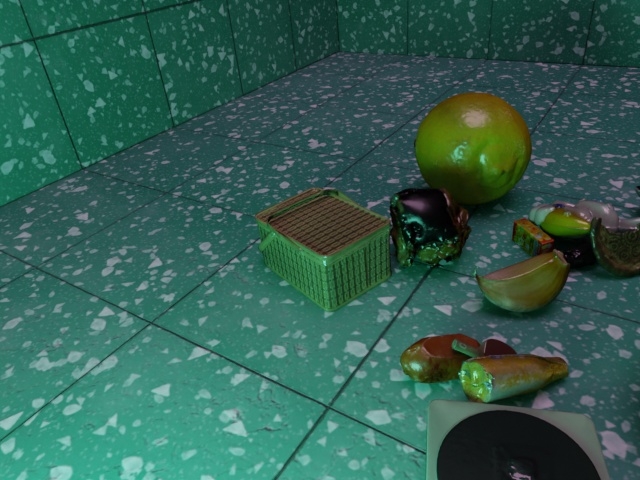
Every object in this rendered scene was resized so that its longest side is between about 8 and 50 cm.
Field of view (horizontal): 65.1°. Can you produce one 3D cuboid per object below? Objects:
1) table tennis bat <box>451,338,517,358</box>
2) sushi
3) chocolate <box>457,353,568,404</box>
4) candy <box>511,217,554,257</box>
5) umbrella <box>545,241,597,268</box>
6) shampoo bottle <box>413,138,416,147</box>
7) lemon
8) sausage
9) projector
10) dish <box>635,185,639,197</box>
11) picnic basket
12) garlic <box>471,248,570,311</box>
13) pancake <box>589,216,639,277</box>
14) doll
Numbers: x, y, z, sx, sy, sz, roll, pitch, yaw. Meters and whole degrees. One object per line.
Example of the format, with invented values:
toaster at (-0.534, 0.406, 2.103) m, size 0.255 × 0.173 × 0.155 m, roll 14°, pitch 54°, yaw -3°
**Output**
table tennis bat at (0.312, 0.221, 0.937) m, size 0.156 × 0.013 × 0.087 m, roll 25°, pitch 65°, yaw -15°
sushi at (0.280, -0.036, 1.260) m, size 0.203 × 0.200 × 0.213 m, roll -8°, pitch 10°, yaw -3°
chocolate at (0.356, 0.242, 0.903) m, size 0.219 × 0.086 × 0.086 m, roll 0°, pitch 28°, yaw -26°
candy at (0.541, -0.002, 1.283) m, size 0.038 × 0.062 × 0.122 m, roll -14°, pitch 34°, yaw -10°
umbrella at (0.609, 0.043, 1.210) m, size 0.235 × 0.059 × 0.066 m, roll -12°, pitch -10°, yaw -16°
shampoo bottle at (0.433, -0.319, 1.783) m, size 0.153 × 0.071 × 0.284 m, roll -25°, pitch 38°, yaw -25°
lemon at (0.440, -0.272, 1.479) m, size 0.347 × 0.348 × 0.348 m, roll -4°, pitch 33°, yaw 3°
sausage at (0.241, 0.225, 0.962) m, size 0.179 × 0.089 × 0.089 m, roll -6°, pitch 31°, yaw -18°
projector at (0.284, 0.367, 0.737) m, size 0.257 × 0.079 × 0.259 m, roll 2°, pitch 33°, yaw 13°
dish at (0.985, -0.082, 1.319) m, size 0.243 × 0.080 × 0.182 m, roll -4°, pitch 33°, yaw -1°
picnic basket at (0.000, 0.000, 1.264) m, size 0.228 × 0.175 × 0.312 m, roll -27°, pitch 38°, yaw -29°
garlic at (0.437, 0.102, 1.103) m, size 0.206 × 0.128 × 0.115 m, roll -13°, pitch 74°, yaw -1°
pancake at (0.719, -0.002, 1.165) m, size 0.190 × 0.184 × 0.020 m, roll -33°, pitch 5°, yaw -7°
doll at (0.674, -0.052, 1.275) m, size 0.237 × 0.111 × 0.252 m, roll 1°, pitch 9°, yaw -20°
